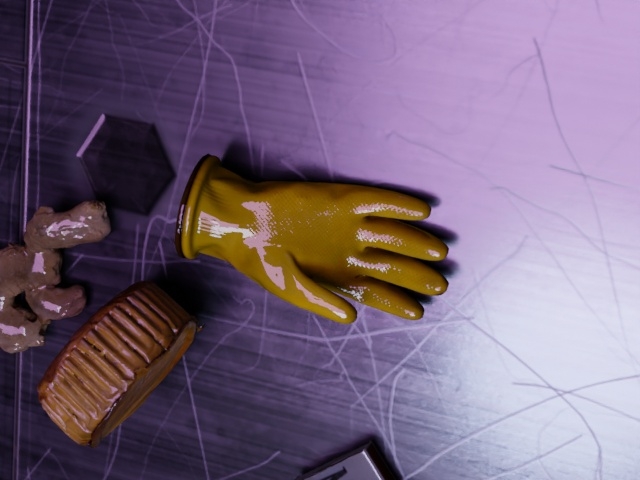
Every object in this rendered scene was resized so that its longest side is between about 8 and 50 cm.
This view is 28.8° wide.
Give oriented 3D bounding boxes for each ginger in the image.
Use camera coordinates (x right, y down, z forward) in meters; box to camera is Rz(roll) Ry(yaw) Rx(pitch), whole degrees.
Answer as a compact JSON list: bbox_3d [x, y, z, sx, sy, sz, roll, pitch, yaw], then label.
[{"bbox_3d":[-0.341,0.043,1.516,0.259,0.065,0.149,-30,107,20],"label":"ginger"}]

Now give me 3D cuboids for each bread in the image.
[{"bbox_3d":[-0.235,0.136,1.425,0.104,0.199,0.199,41,115,4],"label":"bread"}]

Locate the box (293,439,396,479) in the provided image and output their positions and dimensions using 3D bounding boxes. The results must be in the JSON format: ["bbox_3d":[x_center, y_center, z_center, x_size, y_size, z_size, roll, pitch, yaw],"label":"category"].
[{"bbox_3d":[0.058,0.333,1.463,0.115,0.036,0.177,-29,94,25],"label":"box"}]

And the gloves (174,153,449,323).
[{"bbox_3d":[0.000,-0.001,1.356,0.295,0.116,0.133,16,118,9],"label":"gloves"}]
